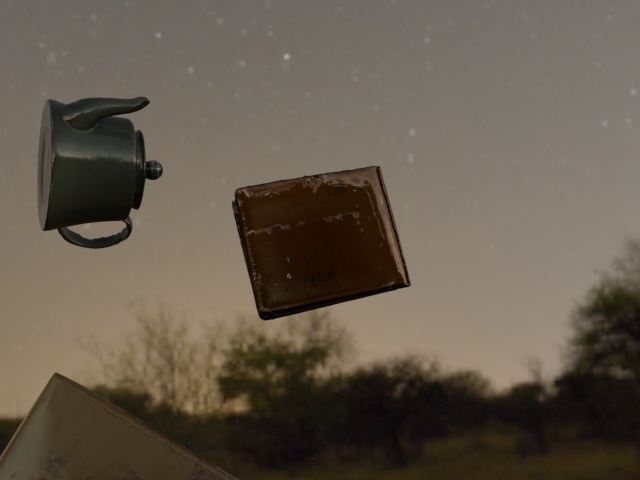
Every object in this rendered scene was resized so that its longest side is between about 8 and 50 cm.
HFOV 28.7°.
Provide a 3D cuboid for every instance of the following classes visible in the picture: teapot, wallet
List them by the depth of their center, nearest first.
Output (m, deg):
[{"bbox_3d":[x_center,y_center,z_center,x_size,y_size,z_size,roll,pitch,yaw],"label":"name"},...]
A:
[{"bbox_3d":[-0.001,-0.001,1.506,0.195,0.161,0.042,-13,-1,-16],"label":"wallet"},{"bbox_3d":[-0.272,-0.083,1.560,0.149,0.162,0.239,1,-50,-19],"label":"teapot"}]

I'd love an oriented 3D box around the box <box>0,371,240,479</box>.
[{"bbox_3d":[-0.123,0.333,1.091,0.415,0.264,0.116,31,-18,-8],"label":"box"}]
